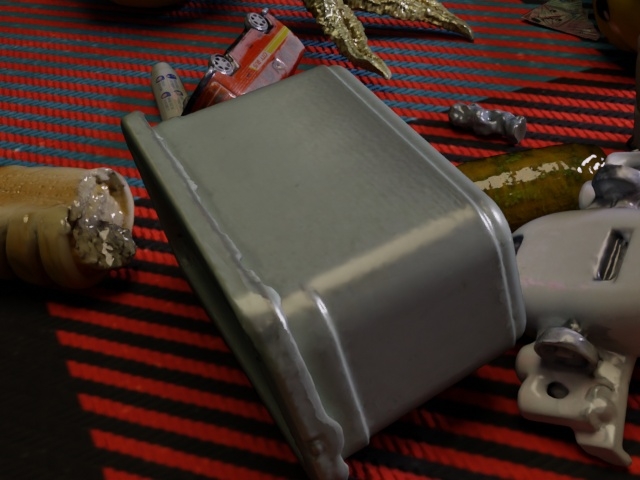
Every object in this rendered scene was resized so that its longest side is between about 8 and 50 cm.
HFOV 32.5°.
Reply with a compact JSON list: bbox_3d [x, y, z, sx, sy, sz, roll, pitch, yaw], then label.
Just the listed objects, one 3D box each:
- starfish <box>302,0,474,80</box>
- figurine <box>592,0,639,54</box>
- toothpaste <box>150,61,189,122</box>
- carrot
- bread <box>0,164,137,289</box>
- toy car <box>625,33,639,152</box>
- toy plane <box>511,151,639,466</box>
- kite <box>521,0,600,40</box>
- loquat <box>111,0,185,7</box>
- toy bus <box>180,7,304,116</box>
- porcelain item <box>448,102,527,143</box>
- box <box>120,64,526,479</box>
[{"bbox_3d":[-0.010,-0.306,1.237,0.347,0.078,0.358,5,54,-28],"label":"starfish"},{"bbox_3d":[0.378,-0.287,1.165,0.169,0.218,0.327,-36,30,36],"label":"figurine"},{"bbox_3d":[-0.144,-0.124,1.127,0.052,0.033,0.218,-8,37,-15],"label":"toothpaste"},{"bbox_3d":[0.154,-0.033,0.910,0.173,0.082,0.082,-9,35,-2],"label":"carrot"},{"bbox_3d":[-0.239,-0.013,0.937,0.177,0.084,0.119,7,36,19],"label":"bread"},{"bbox_3d":[0.404,-0.116,0.848,0.242,0.226,0.336,-8,31,-4],"label":"toy car"},{"bbox_3d":[0.227,0.037,0.755,0.244,0.117,0.245,-25,43,27],"label":"toy plane"},{"bbox_3d":[0.309,-0.262,1.271,0.152,0.005,0.137,-4,38,3],"label":"kite"},{"bbox_3d":[-0.229,-0.431,1.365,0.275,0.275,0.275,-4,35,3],"label":"loquat"},{"bbox_3d":[-0.077,-0.164,1.123,0.077,0.079,0.174,34,39,-6],"label":"toy bus"},{"bbox_3d":[0.160,-0.116,1.071,0.083,0.028,0.036,21,27,35],"label":"porcelain item"},{"bbox_3d":[0.000,0.000,0.780,0.182,0.175,0.312,-26,39,-10],"label":"box"}]
